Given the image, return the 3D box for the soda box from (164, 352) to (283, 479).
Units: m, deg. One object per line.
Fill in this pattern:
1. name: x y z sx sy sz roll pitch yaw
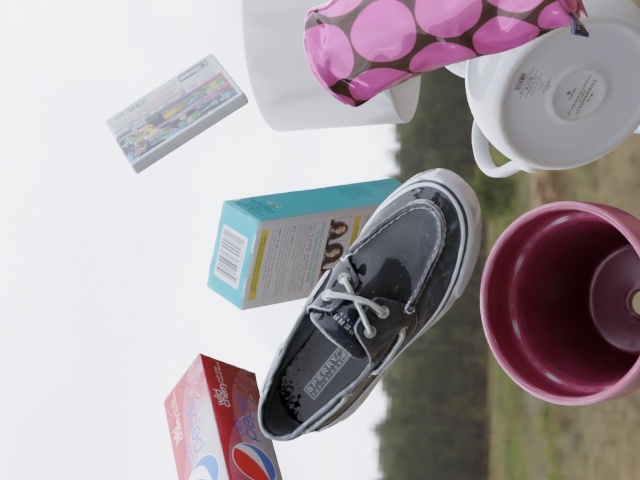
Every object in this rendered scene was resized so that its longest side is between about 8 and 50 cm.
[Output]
1. soda box: -0.108 0.254 1.885 0.092 0.083 0.263 -52 33 25

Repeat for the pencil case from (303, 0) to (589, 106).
1. pencil case: 0.095 -0.169 1.261 0.098 0.209 0.095 33 -135 -59

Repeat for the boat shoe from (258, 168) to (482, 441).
1. boat shoe: 0.036 0.066 1.495 0.301 0.108 0.102 -53 -14 27

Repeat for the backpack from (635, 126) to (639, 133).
1. backpack: 0.458 -0.208 2.165 0.182 0.115 0.152 -43 -50 -23

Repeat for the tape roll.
1. tape roll: 0.019 -0.258 2.007 0.246 0.169 0.246 -4 -90 -74

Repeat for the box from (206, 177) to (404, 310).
1. box: 0.000 0.000 1.723 0.244 0.060 0.101 -9 -60 -43

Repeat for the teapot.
1. teapot: 0.275 -0.218 2.003 0.252 0.256 0.187 59 -178 -40

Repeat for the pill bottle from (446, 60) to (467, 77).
1. pill bottle: 0.231 -0.311 2.204 0.187 0.112 0.112 -57 -31 -37

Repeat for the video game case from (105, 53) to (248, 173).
1. video game case: -0.221 -0.195 2.516 0.023 0.201 0.183 59 177 -32

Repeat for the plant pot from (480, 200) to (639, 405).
1. plant pot: 0.290 0.061 1.678 0.180 0.201 0.201 0 -88 -54
